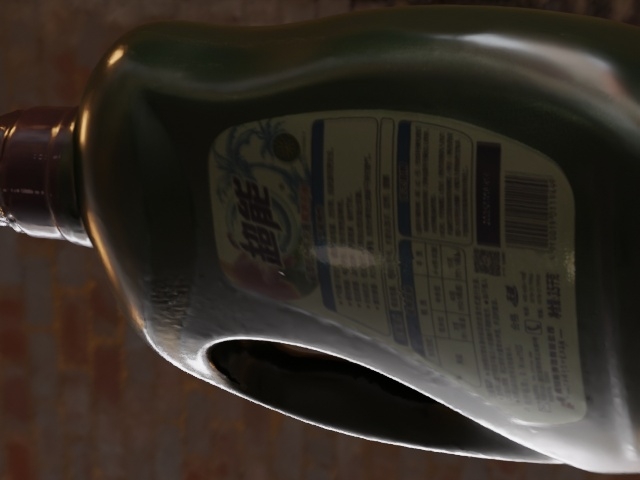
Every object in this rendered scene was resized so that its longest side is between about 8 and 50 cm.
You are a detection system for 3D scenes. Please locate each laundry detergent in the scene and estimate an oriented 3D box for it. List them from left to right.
[{"bbox_3d":[0.000,0.000,0.545,0.222,0.078,0.144,3,-52,21],"label":"laundry detergent"}]
